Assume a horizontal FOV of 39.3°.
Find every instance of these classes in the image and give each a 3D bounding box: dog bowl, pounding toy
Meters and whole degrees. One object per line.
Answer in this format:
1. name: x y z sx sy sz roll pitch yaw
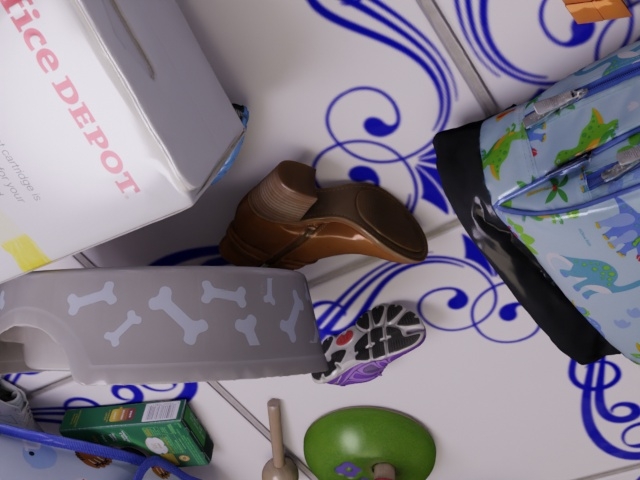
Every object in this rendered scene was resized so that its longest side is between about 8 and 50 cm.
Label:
1. dog bowl: -0.165 0.085 0.900 0.348 0.102 0.349 -2 175 0
2. pounding toy: 0.036 0.316 1.195 0.236 0.110 0.183 6 132 2

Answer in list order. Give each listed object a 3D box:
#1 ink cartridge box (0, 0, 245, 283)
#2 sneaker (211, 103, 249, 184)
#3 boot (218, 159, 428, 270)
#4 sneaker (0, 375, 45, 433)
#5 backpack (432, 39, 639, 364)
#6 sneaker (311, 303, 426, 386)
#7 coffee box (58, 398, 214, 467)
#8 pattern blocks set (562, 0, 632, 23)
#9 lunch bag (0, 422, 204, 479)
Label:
1. ink cartridge box: -0.301 -0.117 0.781 0.384 0.160 0.279 -19 113 23
2. sneaker: -0.151 -0.086 0.885 0.188 0.067 0.078 -21 132 27
3. boot: 0.000 0.000 0.951 0.197 0.073 0.152 26 137 -16
4. sneaker: -0.421 0.236 1.220 0.061 0.054 0.152 -21 126 20
5. backpack: 0.317 -0.044 0.762 0.355 0.273 0.290 -32 118 19
6. sneaker: 0.064 0.129 1.068 0.071 0.068 0.170 25 141 -35
7. coffee box: -0.253 0.272 1.237 0.184 0.040 0.113 -9 133 15
8. pattern blocks set: 0.277 -0.285 0.679 0.324 0.026 0.285 12 132 -3
9. lunch bag: -0.326 0.437 1.152 0.385 0.328 0.239 21 142 -18
